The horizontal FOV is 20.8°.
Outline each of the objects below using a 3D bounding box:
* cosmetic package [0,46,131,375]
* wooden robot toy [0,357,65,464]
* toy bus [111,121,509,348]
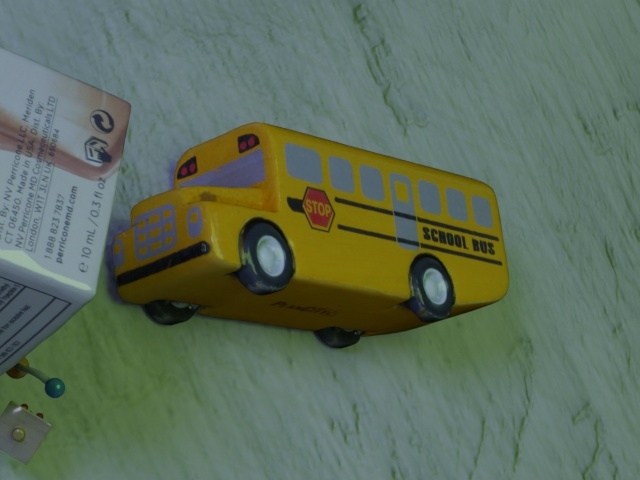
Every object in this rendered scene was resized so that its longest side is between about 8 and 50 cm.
[{"bbox_3d":[-0.267,-0.047,0.908,0.296,0.153,0.129,23,56,-26],"label":"cosmetic package"},{"bbox_3d":[-0.216,0.053,1.068,0.173,0.076,0.079,59,2,-8],"label":"wooden robot toy"},{"bbox_3d":[0.000,0.000,1.287,0.332,0.108,0.130,12,67,-47],"label":"toy bus"}]
